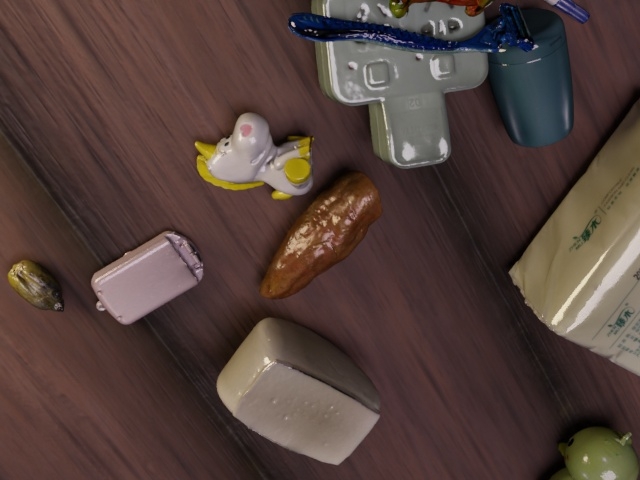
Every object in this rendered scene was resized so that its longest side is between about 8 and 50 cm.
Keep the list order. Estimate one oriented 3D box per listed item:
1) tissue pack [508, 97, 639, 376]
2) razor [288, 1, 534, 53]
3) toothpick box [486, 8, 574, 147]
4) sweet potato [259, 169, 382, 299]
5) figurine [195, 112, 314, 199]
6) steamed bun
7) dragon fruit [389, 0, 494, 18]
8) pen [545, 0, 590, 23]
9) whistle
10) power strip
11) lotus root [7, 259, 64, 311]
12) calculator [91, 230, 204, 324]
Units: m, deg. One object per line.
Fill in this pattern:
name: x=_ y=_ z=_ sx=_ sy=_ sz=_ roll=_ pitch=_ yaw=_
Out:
tissue pack: x=0.525 y=0.005 z=1.790 sx=0.297 sy=0.207 sz=0.380 roll=28 pitch=107 yaw=-27
razor: x=0.116 y=-0.273 z=1.531 sx=0.324 sy=0.093 sz=0.056 roll=-1 pitch=135 yaw=-10
toothpick box: x=0.306 y=-0.230 z=1.669 sx=0.120 sy=0.120 sz=0.184 roll=-22 pitch=122 yaw=-3
sweet potato: x=0.000 y=0.000 z=1.724 sx=0.097 sy=0.097 sz=0.251 roll=33 pitch=108 yaw=-26
figurine: x=-0.092 y=-0.114 z=1.647 sx=0.178 sy=0.109 sz=0.129 roll=18 pitch=133 yaw=-18
steamed bun: x=-0.036 y=0.225 z=1.784 sx=0.242 sy=0.164 sz=0.146 roll=30 pitch=107 yaw=-26
dragon fruit: x=0.164 y=-0.350 z=1.498 sx=0.175 sy=0.138 sz=0.142 roll=-26 pitch=119 yaw=9
pen: x=0.308 y=-0.367 z=1.653 sx=0.204 sy=0.025 sz=0.025 roll=26 pitch=107 yaw=-25
whistle: x=0.446 y=0.430 z=2.050 sx=0.141 sy=0.141 sz=0.294 roll=32 pitch=122 yaw=-26
power strip: x=0.111 y=-0.241 z=1.627 sx=0.230 sy=0.141 sz=0.261 roll=-9 pitch=104 yaw=-11
lotus root: x=-0.409 y=0.068 z=1.675 sx=0.054 sy=0.049 sz=0.099 roll=-43 pitch=118 yaw=-1
calculator: x=-0.258 y=0.057 z=1.718 sx=0.175 sy=0.032 sz=0.100 roll=-30 pitch=119 yaw=2
